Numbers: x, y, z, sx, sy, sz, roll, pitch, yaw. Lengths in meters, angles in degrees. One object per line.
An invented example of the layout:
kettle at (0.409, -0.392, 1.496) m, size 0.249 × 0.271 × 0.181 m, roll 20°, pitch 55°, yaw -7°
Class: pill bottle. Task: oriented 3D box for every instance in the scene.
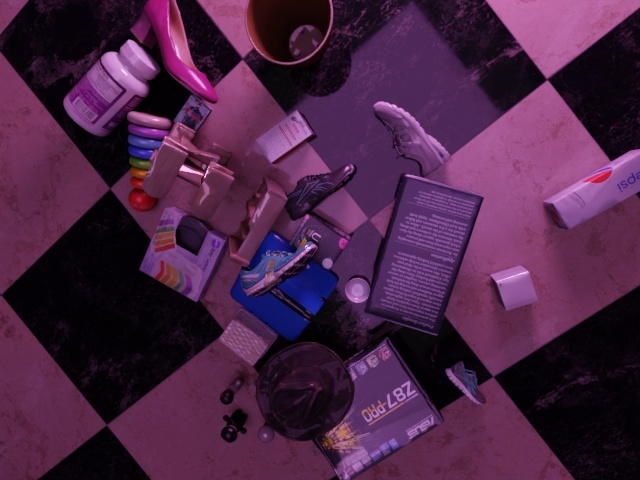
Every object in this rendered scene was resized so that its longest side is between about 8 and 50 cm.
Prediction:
pill bottle at (-0.673, -0.499, 1.392) m, size 0.301 × 0.169 × 0.169 m, roll -38°, pitch 91°, yaw 13°

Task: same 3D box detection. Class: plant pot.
plant pot at (-0.066, -0.602, 1.227) m, size 0.236 × 0.254 × 0.238 m, roll 1°, pitch 99°, yaw 9°

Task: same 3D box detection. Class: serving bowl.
serving bowl at (0.126, 0.165, 1.431) m, size 0.083 × 0.027 × 0.084 m, roll 2°, pitch 100°, yaw 9°

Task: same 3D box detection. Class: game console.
game console at (-0.131, 0.162, 1.476) m, size 0.293 × 0.173 × 0.250 m, roll 36°, pitch 72°, yaw 2°

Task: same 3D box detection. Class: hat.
hat at (-0.066, 0.486, 1.339) m, size 0.330 × 0.134 × 0.332 m, roll -1°, pitch 84°, yaw 11°

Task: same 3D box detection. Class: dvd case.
dvd case at (-0.433, -0.423, 1.442) m, size 0.087 × 0.013 × 0.119 m, roll 42°, pitch 102°, yaw 1°

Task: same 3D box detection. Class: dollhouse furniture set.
dollhouse furniture set at (-0.342, -0.134, 1.308) m, size 0.393 × 0.362 × 0.257 m, roll 27°, pitch 104°, yaw -23°

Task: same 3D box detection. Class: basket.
basket at (-0.252, 0.337, 1.484) m, size 0.167 × 0.103 × 0.113 m, roll 36°, pitch 104°, yaw 2°

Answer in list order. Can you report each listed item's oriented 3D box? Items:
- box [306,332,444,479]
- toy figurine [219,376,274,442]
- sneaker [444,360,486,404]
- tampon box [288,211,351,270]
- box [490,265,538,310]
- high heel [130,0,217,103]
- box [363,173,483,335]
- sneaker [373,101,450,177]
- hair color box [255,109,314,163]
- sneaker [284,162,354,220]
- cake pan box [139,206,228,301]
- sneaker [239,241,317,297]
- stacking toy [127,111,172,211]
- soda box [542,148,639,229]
box at (0.150, 0.549, 1.410) m, size 0.394 × 0.097 × 0.319 m, roll -34°, pitch 84°, yaw 5°
toy figurine at (-0.250, 0.595, 1.502) m, size 0.212 × 0.148 × 0.210 m, roll -2°, pitch 99°, yaw 10°
sneaker at (0.492, 0.468, 1.401) m, size 0.166 × 0.065 × 0.076 m, roll 44°, pitch 99°, yaw -1°
tampon box at (0.000, 0.000, 1.389) m, size 0.160 × 0.101 × 0.121 m, roll 33°, pitch 103°, yaw 3°
box at (0.597, 0.145, 1.317) m, size 0.101 × 0.087 × 0.102 m, roll -20°, pitch 95°, yaw 12°
high heel at (-0.429, -0.617, 1.356) m, size 0.377 × 0.127 × 0.181 m, roll 45°, pitch 101°, yaw -2°
box at (0.287, 0.022, 1.246) m, size 0.211 × 0.293 × 0.396 m, roll 17°, pitch 102°, yaw 7°
sneaker at (0.259, -0.308, 1.294) m, size 0.281 × 0.105 × 0.115 m, roll 43°, pitch 103°, yaw 1°
hair color box at (-0.114, -0.333, 1.381) m, size 0.167 × 0.053 × 0.093 m, roll -32°, pitch 91°, yaw 14°
sneaker at (-0.013, -0.173, 1.366) m, size 0.267 × 0.101 × 0.106 m, roll -35°, pitch 89°, yaw 13°
cake pan box at (-0.473, 0.043, 1.496) m, size 0.245 × 0.070 × 0.267 m, roll 29°, pitch 102°, yaw 2°
sneaker at (-0.137, 0.074, 1.329) m, size 0.275 × 0.107 × 0.110 m, roll -31°, pitch 74°, yaw 10°
stacking toy at (-0.591, -0.256, 1.440) m, size 0.141 × 0.141 × 0.331 m, roll 14°, pitch 105°, yaw 7°
soda box at (0.811, -0.147, 1.232) m, size 0.286 × 0.091 × 0.098 m, roll -32°, pitch 92°, yaw 13°
